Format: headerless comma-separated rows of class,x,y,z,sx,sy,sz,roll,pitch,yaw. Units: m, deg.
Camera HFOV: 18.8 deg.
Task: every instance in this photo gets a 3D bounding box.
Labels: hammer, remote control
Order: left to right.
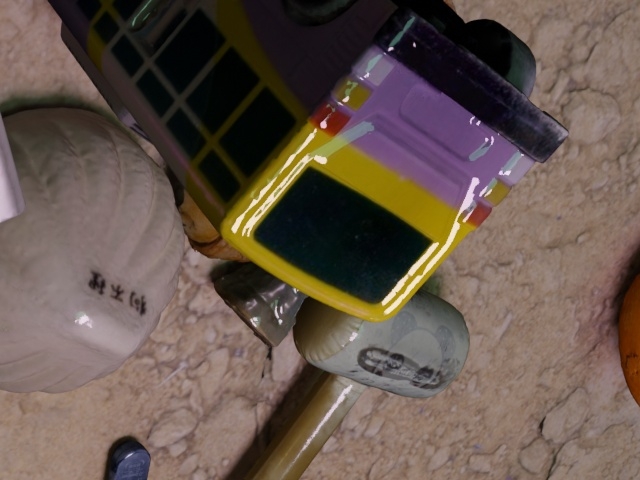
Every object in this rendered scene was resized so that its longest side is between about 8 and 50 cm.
remote control,-0.196,0.262,1.907,0.043,0.027,0.152,-11,126,-38
hammer,0.005,0.169,1.948,0.202,0.113,0.305,24,107,-41

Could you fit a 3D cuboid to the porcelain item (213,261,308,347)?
porcelain item,0.000,0.000,1.845,0.215,0.081,0.069,-44,132,-7

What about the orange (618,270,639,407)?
orange,0.450,0.109,2.143,0.246,0.246,0.246,-19,128,-26

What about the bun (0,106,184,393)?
bun,-0.216,0.033,1.642,0.263,0.175,0.263,-20,129,-27

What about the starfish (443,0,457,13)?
starfish,0.055,-0.231,1.753,0.238,0.057,0.213,7,121,-38

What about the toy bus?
toy bus,-0.043,-0.159,1.472,0.249,0.440,0.209,-49,136,11

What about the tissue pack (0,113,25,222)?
tissue pack,-0.374,-0.064,1.470,0.246,0.159,0.136,-24,128,-22

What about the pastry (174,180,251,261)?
pastry,-0.066,-0.048,1.764,0.153,0.081,0.153,-28,140,-26
